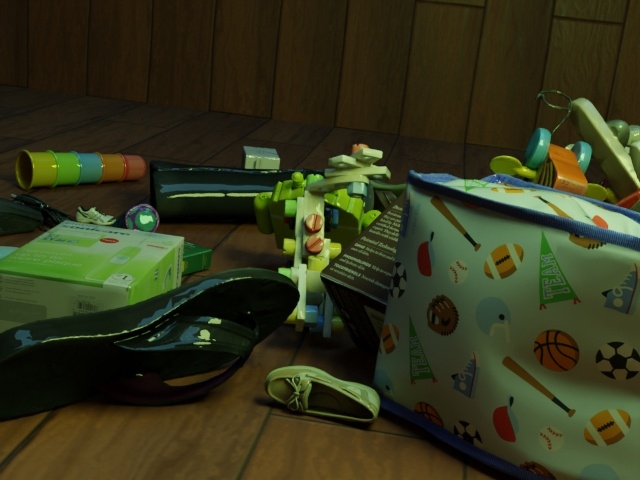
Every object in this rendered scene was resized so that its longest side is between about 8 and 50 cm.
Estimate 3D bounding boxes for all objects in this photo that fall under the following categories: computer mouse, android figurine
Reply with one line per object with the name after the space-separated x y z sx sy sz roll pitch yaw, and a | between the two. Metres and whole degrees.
-0.636 -0.059 1.856 0.188 0.072 0.272 18 19 34 | computer mouse
-0.004 -0.035 1.733 0.248 0.273 0.056 8 59 11 | android figurine

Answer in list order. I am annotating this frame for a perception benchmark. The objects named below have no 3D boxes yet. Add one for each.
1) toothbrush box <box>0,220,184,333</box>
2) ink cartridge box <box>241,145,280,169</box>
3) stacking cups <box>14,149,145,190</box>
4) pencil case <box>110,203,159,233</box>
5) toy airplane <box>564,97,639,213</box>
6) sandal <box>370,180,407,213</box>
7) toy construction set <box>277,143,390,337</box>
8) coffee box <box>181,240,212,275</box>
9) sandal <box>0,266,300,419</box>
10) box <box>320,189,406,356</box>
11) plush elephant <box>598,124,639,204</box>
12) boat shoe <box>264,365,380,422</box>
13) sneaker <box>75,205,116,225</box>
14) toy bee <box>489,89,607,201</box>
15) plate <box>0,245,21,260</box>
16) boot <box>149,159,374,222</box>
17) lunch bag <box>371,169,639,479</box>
-0.343 0.069 1.419 0.206 0.122 0.283 8 14 6 | toothbrush box
-0.159 -0.185 2.463 0.089 0.092 0.143 4 17 -10 | ink cartridge box
-0.565 -0.175 2.269 0.316 0.096 0.096 -6 20 -41 | stacking cups
-0.350 -0.024 1.768 0.064 0.070 0.151 23 -18 -18 | pencil case
0.589 -0.046 1.703 0.272 0.386 0.384 -18 26 -29 | toy airplane
0.158 -0.080 2.223 0.302 0.120 0.086 14 45 31 | sandal
0.000 0.000 1.515 0.151 0.328 0.215 18 -14 -1 | toy construction set
-0.296 0.037 1.701 0.113 0.040 0.184 14 18 32 | coffee box
-0.204 0.151 1.183 0.445 0.168 0.107 -14 50 -35 | sandal
0.143 0.064 1.390 0.203 0.168 0.167 -44 40 -23 | box
0.596 -0.055 2.039 0.255 0.330 0.272 -15 0 6 | plush elephant
0.000 0.200 1.207 0.153 0.056 0.048 15 12 6 | boat shoe
-0.469 -0.053 1.968 0.083 0.037 0.032 6 14 -7 | sneaker
0.399 -0.112 1.620 0.195 0.162 0.298 30 37 13 | toy bee
-0.550 0.047 1.598 0.188 0.024 0.188 5 15 -1 | plate
-0.139 -0.091 2.021 0.445 0.146 0.367 5 7 -14 | boot
0.281 0.108 1.144 0.238 0.328 0.385 -5 17 -39 | lunch bag
